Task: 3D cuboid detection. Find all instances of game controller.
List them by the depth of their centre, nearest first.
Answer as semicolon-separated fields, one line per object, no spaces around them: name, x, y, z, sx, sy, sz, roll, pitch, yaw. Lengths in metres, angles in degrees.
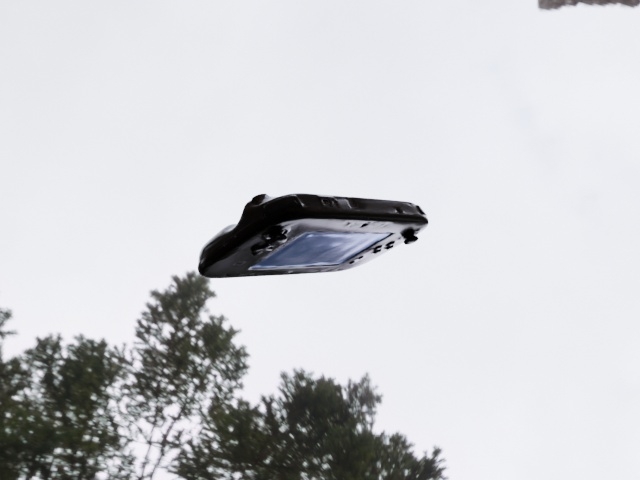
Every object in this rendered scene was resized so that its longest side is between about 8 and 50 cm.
game controller;0.000;0.000;0.879;0.166;0.319;0.067;-42;-116;32
